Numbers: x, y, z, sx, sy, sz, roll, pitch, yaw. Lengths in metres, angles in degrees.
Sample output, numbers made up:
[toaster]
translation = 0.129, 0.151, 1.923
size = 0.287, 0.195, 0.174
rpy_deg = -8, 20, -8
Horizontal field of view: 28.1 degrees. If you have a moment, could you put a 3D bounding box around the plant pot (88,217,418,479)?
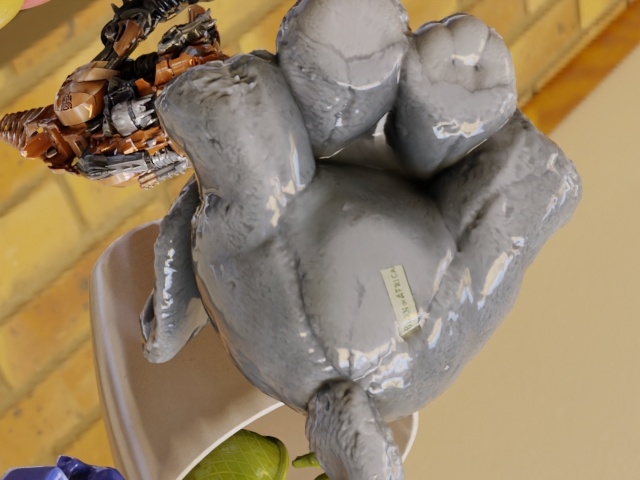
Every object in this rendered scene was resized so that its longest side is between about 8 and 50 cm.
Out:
[plant pot]
translation = -0.094, 0.116, 1.129
size = 0.257, 0.256, 0.274
rpy_deg = -28, -127, -13

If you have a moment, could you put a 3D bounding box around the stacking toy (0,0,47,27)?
[stacking toy]
translation = -0.350, -0.298, 1.196
size = 0.351, 0.350, 0.479
rpy_deg = 9, -128, 27

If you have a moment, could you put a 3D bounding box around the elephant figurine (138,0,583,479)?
[elephant figurine]
translation = 0.000, 0.000, 0.559
size = 0.186, 0.169, 0.239
rpy_deg = -40, -179, -19

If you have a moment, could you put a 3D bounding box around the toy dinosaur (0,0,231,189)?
[toy dinosaur]
translation = -0.138, -0.116, 0.986
size = 0.322, 0.164, 0.218
rpy_deg = 14, -136, 24

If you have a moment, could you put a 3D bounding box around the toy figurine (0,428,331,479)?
[toy figurine]
translation = -0.156, 0.213, 0.891
size = 0.191, 0.217, 0.362
rpy_deg = -21, -150, 49
